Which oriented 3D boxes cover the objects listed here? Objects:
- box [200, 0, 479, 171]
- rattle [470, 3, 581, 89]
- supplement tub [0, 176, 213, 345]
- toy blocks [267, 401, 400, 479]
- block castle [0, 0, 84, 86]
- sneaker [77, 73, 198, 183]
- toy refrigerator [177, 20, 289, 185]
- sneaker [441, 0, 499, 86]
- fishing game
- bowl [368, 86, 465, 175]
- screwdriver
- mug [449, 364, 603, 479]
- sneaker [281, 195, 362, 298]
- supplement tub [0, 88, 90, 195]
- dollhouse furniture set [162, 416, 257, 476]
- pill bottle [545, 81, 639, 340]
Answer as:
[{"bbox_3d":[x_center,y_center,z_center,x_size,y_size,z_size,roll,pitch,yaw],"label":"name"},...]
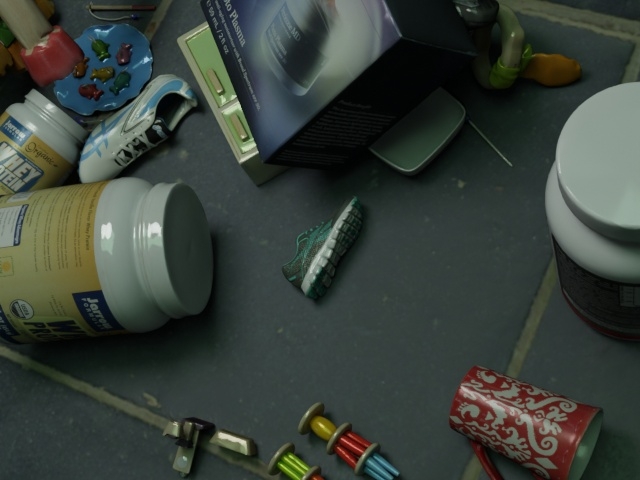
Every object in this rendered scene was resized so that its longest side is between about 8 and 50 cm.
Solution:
[{"bbox_3d":[0.015,-0.303,1.431,0.294,0.182,0.296,-39,64,35],"label":"box"},{"bbox_3d":[0.285,-0.310,1.532,0.142,0.130,0.200,-16,32,-9],"label":"rattle"},{"bbox_3d":[-0.337,0.029,1.483,0.316,0.228,0.228,-7,67,14],"label":"supplement tub"},{"bbox_3d":[0.020,0.307,1.359,0.148,0.054,0.123,33,80,25],"label":"toy blocks"},{"bbox_3d":[-0.449,-0.404,1.643,0.303,0.213,0.453,-8,42,29],"label":"block castle"},{"bbox_3d":[-0.297,-0.172,1.632,0.237,0.085,0.086,-47,49,-6],"label":"sneaker"},{"bbox_3d":[-0.125,-0.230,1.602,0.102,0.094,0.270,-29,64,3],"label":"toy refrigerator"},{"bbox_3d":[0.195,-0.291,1.493,0.086,0.228,0.132,-6,106,-17],"label":"sneaker"},{"bbox_3d":[-0.380,-0.302,1.739,0.189,0.041,0.264,4,69,17],"label":"fishing game"},{"bbox_3d":[0.134,-0.171,1.522,0.142,0.053,0.142,-46,64,-5],"label":"bowl"},{"bbox_3d":[0.229,-0.168,1.511,0.025,0.024,0.170,-21,62,-25],"label":"screwdriver"},{"bbox_3d":[0.250,0.247,1.285,0.169,0.113,0.150,22,74,27],"label":"mug"},{"bbox_3d":[0.000,0.000,1.489,0.076,0.065,0.166,25,76,28],"label":"sneaker"},{"bbox_3d":[-0.479,-0.130,1.634,0.144,0.144,0.200,36,85,26],"label":"supplement tub"},{"bbox_3d":[-0.157,0.303,1.407,0.114,0.091,0.081,14,88,18],"label":"dollhouse furniture set"},{"bbox_3d":[0.380,-0.024,1.214,0.210,0.363,0.210,-6,67,14],"label":"pill bottle"}]
